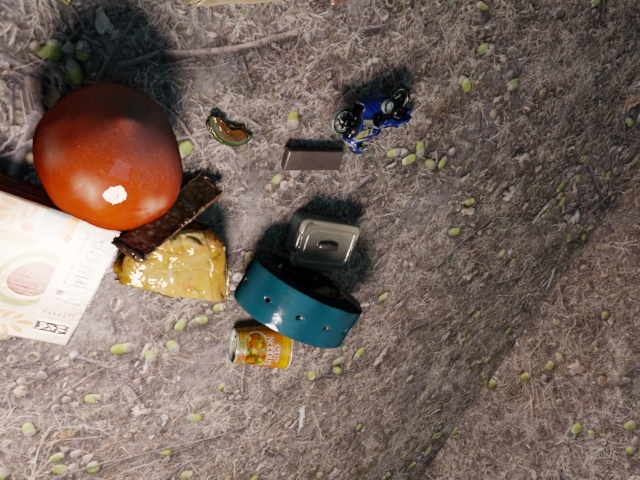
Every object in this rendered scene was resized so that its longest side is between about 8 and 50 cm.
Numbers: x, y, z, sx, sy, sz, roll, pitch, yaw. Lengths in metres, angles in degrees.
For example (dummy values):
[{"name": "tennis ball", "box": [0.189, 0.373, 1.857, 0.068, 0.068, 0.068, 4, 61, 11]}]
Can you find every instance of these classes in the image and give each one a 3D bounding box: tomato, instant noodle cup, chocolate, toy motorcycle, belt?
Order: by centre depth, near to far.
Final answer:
[{"name": "tomato", "box": [-0.449, -0.185, 1.036, 0.321, 0.321, 0.322, -14, 122, -23]}, {"name": "chocolate", "box": [-0.378, -0.058, 1.207, 0.329, 0.102, 0.065, -52, 170, -41]}, {"name": "toy motorcycle", "box": [0.156, -0.360, 1.428, 0.315, 0.113, 0.169, -27, 137, -25]}, {"name": "belt", "box": [-0.056, 0.191, 1.481, 0.436, 0.300, 0.173, 20, 105, -40]}, {"name": "instant noodle cup", "box": [-0.205, 0.351, 1.590, 0.184, 0.168, 0.169, 6, 113, -22]}]

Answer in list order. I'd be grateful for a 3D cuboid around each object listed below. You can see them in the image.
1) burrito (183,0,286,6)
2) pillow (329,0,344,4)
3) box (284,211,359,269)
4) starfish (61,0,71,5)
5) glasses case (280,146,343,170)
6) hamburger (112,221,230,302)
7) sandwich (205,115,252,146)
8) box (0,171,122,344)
[{"name": "burrito", "box": [-0.191, -0.594, 1.123, 0.275, 0.059, 0.082, -12, 107, -25]}, {"name": "pillow", "box": [0.113, -0.724, 1.235, 0.248, 0.049, 0.135, -29, 126, -8]}, {"name": "box", "box": [0.000, 0.000, 1.520, 0.226, 0.130, 0.162, 6, 112, -34]}, {"name": "starfish", "box": [-0.562, -0.571, 0.928, 0.217, 0.050, 0.223, -49, 141, -6]}, {"name": "glasses case", "box": [-0.023, -0.246, 1.425, 0.190, 0.042, 0.072, -5, 125, -28]}, {"name": "hamburger", "box": [-0.375, 0.040, 1.306, 0.329, 0.162, 0.209, 18, 104, -34]}, {"name": "sandwich", "box": [-0.247, -0.288, 1.280, 0.135, 0.029, 0.067, 14, 109, -35]}, {"name": "box", "box": [-0.728, 0.041, 1.125, 0.385, 0.122, 0.345, 24, 102, -37]}]
